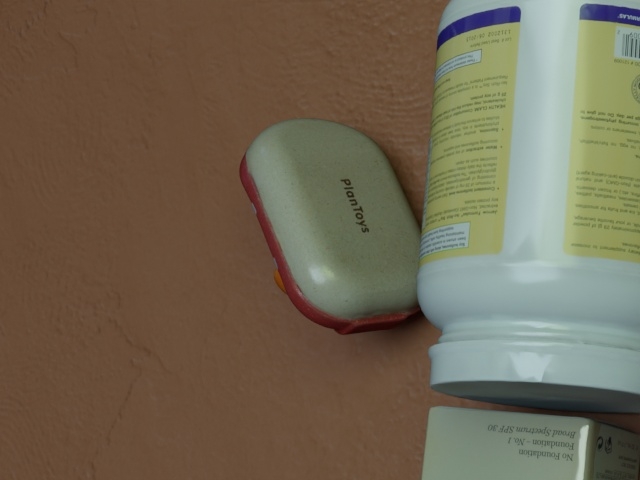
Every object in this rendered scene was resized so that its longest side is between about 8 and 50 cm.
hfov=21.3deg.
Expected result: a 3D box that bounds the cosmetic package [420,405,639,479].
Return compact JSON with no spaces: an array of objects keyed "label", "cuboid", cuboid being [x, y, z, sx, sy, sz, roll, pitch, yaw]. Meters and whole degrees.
[{"label":"cosmetic package","cuboid":[0.165,0.302,1.428,0.160,0.113,0.309,0,77,34]}]

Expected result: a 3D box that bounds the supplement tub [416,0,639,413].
[{"label":"supplement tub","cuboid":[0.204,-0.034,1.407,0.241,0.241,0.331,-1,78,34]}]

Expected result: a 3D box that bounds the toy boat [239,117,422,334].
[{"label":"toy boat","cuboid":[0.000,0.000,1.618,0.151,0.151,0.231,-54,50,47]}]
